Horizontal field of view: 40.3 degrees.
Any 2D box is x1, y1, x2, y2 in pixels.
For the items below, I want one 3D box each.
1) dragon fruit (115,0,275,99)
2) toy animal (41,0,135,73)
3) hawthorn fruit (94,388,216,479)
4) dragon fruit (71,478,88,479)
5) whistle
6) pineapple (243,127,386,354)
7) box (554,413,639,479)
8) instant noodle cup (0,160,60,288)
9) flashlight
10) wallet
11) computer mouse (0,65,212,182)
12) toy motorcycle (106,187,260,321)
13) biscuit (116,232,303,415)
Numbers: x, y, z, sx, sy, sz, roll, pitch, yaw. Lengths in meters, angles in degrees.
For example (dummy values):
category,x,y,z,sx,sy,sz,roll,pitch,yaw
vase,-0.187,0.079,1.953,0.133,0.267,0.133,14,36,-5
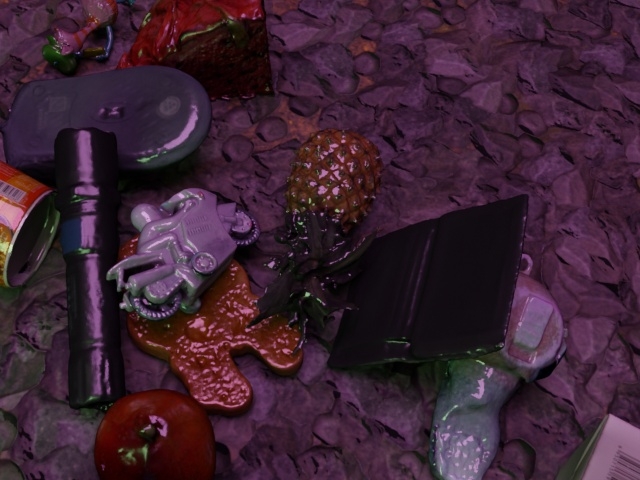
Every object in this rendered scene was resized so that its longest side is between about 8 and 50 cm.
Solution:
category,x,y,z,sx,sy,sz,roll,pitch,yaw
dragon fruit,-0.212,-0.325,1.531,0.330,0.302,0.240,-29,96,-2
toy animal,-0.417,-0.390,1.604,0.103,0.100,0.208,42,54,-24
hawthorn fruit,-0.210,0.270,1.142,0.169,0.188,0.169,7,58,-11
dragon fruit,-0.280,0.419,0.997,0.301,0.296,0.296,-2,52,34
whistle,0.233,0.181,1.260,0.189,0.189,0.348,20,82,9
pineapple,0.002,0.002,1.333,0.165,0.165,0.365,11,57,4
box,0.456,0.391,1.081,0.341,0.225,0.143,28,60,14
instant noodle cup,-0.505,-0.032,1.311,0.174,0.213,0.213,22,60,2
flashlight,-0.331,0.040,1.274,0.103,0.103,0.424,-6,75,-7
wallet,0.148,0.070,1.252,0.041,0.323,0.247,36,55,-30
computer mouse,-0.357,-0.182,1.449,0.370,0.122,0.188,-2,67,4
toy motorcycle,-0.212,0.006,1.290,0.171,0.110,0.260,37,50,10
biscuit,-0.183,0.112,1.323,0.202,0.047,0.334,-39,70,-24
